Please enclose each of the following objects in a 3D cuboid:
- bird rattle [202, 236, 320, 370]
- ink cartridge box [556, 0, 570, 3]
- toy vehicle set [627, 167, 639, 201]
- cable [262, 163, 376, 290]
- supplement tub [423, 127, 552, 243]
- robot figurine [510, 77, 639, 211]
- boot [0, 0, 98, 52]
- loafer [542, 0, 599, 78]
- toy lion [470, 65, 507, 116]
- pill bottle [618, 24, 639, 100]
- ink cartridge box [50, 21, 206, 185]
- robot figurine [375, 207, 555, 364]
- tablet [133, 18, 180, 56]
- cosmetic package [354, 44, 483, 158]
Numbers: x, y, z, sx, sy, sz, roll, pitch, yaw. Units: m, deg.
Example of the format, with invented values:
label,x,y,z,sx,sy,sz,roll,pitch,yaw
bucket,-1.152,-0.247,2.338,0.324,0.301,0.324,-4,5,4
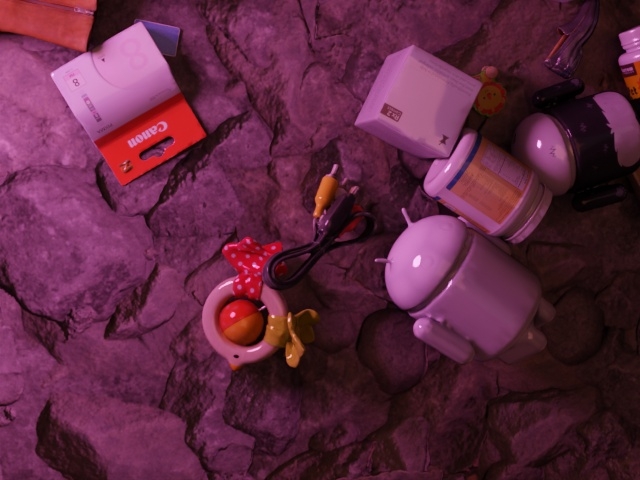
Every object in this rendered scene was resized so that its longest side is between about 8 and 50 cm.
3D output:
label,x,y,z,sx,sy,sz,roll,pitch,yaw
bird rattle,-0.124,0.128,1.825,0.207,0.143,0.253,-32,96,9
ink cartridge box,0.381,-0.540,1.839,0.273,0.197,0.114,11,91,-12
toy vehicle set,0.750,-0.138,1.965,0.267,0.035,0.166,-18,69,-2
cable,0.000,0.000,1.828,0.139,0.072,0.287,48,64,-22
supplement tub,0.305,-0.097,1.815,0.200,0.144,0.144,33,87,-8
robot figurine,0.501,-0.185,1.902,0.278,0.209,0.173,-18,133,-10
boot,-0.513,-0.471,1.697,0.280,0.096,0.264,8,93,-2
loafer,0.491,-0.403,1.940,0.061,0.062,0.170,23,88,-7
toy lion,0.310,-0.285,1.929,0.100,0.034,0.096,-14,104,-10
pill bottle,0.658,-0.317,1.948,0.117,0.117,0.215,-23,97,-9
ink cartridge box,-0.340,-0.244,1.787,0.189,0.066,0.232,-31,95,-5
robot figurine,0.266,0.088,1.854,0.353,0.200,0.300,36,50,-11
tablet,-0.301,-0.368,1.813,0.083,0.006,0.054,10,92,-12
cosmetic package,0.175,-0.248,1.824,0.151,0.184,0.151,26,88,-12
